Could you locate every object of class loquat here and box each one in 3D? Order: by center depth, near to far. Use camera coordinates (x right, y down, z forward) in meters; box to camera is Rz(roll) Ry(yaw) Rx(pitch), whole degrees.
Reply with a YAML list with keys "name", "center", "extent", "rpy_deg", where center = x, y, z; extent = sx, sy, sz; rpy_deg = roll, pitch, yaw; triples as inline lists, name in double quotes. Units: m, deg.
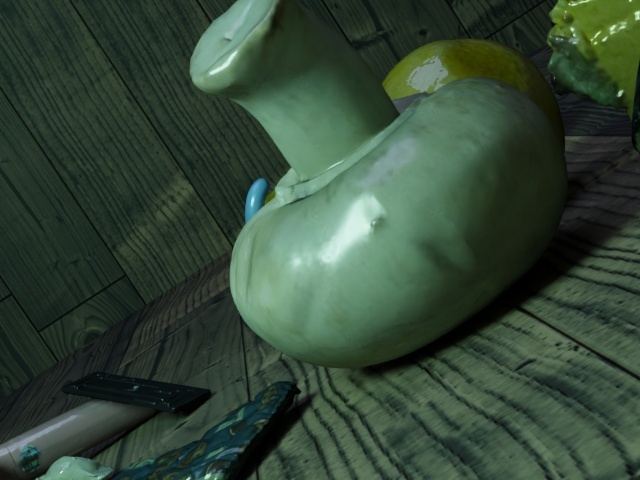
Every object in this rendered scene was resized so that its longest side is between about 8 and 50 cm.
- name: "loquat"
  center: [0.151, -0.107, 1.493]
  extent: [0.213, 0.213, 0.213]
  rpy_deg: [-33, 6, 4]

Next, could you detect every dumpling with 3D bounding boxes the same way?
- name: "dumpling"
  center: [-0.261, 0.249, 1.531]
  extent: [0.076, 0.052, 0.057]
  rpy_deg: [-42, 14, 19]

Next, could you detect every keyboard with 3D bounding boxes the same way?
- name: "keyboard"
  center: [-0.219, 0.178, 1.687]
  extent: [0.204, 0.013, 0.061]
  rpy_deg: [4, 18, 42]

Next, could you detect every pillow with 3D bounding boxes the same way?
- name: "pillow"
  center: [-0.139, 0.215, 1.281]
  extent: [0.256, 0.034, 0.189]
  rpy_deg: [-32, 4, 26]

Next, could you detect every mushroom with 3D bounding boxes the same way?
- name: "mushroom"
  center: [0.053, -0.028, 1.220]
  extent: [0.315, 0.315, 0.356]
  rpy_deg: [-32, -28, 13]

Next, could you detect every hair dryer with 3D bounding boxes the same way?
- name: "hair dryer"
  center: [-0.349, 0.260, 1.743]
  extent: [0.352, 0.125, 0.210]
  rpy_deg: [-25, 1, -19]

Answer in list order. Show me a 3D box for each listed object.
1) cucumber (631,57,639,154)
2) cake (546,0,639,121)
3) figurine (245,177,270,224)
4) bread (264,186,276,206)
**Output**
- name: "cucumber"
  center: [0.320, -0.179, 1.258]
  extent: [0.074, 0.074, 0.241]
  rpy_deg: [-26, 45, 52]
- name: "cake"
  center: [0.371, -0.252, 1.466]
  extent: [0.286, 0.222, 0.227]
  rpy_deg: [-28, 6, 39]
- name: "figurine"
  center: [0.003, 0.002, 1.586]
  extent: [0.154, 0.180, 0.262]
  rpy_deg: [-16, 6, 20]
- name: "bread"
  center: [0.077, -0.078, 1.906]
  extent: [0.324, 0.143, 0.333]
  rpy_deg: [-32, 0, -8]
